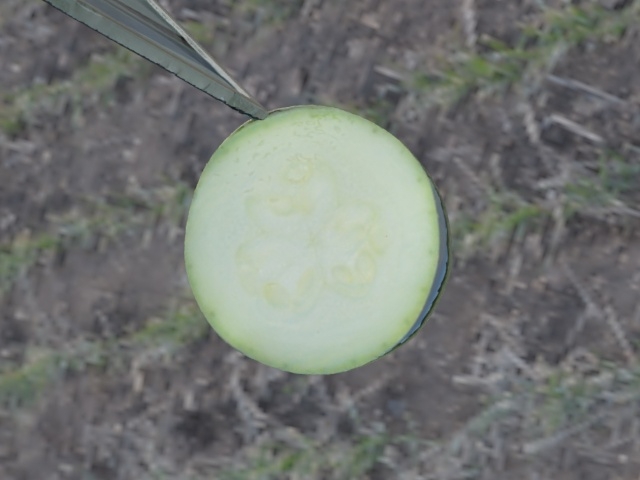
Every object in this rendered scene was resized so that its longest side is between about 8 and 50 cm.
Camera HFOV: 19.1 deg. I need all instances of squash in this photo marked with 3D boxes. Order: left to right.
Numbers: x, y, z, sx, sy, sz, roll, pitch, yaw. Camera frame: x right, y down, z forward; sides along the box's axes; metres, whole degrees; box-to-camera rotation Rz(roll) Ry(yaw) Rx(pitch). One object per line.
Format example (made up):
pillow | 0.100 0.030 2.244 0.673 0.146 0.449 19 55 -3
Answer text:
squash | 0.000 0.000 1.771 0.252 0.049 0.252 0 92 12

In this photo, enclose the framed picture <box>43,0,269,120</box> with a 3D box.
framed picture | -0.184 -0.201 1.525 0.016 0.289 0.213 -52 51 9
